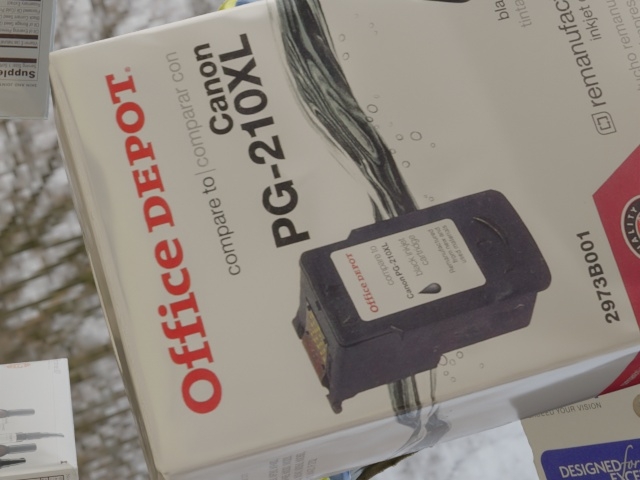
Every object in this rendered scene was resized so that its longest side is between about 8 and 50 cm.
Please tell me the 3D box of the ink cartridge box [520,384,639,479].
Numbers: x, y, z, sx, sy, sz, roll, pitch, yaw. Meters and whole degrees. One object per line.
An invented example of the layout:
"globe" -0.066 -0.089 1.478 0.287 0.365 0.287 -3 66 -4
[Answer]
"ink cartridge box" 0.306 0.208 1.145 0.303 0.072 0.307 -15 -87 45

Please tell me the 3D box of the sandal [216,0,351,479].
"sandal" 0.000 0.000 1.006 0.126 0.138 0.317 -174 -108 -86

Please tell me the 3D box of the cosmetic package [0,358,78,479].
"cosmetic package" -0.209 0.139 1.076 0.239 0.099 0.060 -132 -140 -74

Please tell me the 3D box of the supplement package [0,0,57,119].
"supplement package" -0.308 -0.246 1.230 0.199 0.198 0.262 -131 -135 -61

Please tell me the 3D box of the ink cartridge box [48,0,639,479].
"ink cartridge box" 0.028 -0.009 0.642 0.100 0.237 0.172 99 -26 -72

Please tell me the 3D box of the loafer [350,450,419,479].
"loafer" 0.010 0.147 1.141 0.094 0.251 0.087 45 30 -31
